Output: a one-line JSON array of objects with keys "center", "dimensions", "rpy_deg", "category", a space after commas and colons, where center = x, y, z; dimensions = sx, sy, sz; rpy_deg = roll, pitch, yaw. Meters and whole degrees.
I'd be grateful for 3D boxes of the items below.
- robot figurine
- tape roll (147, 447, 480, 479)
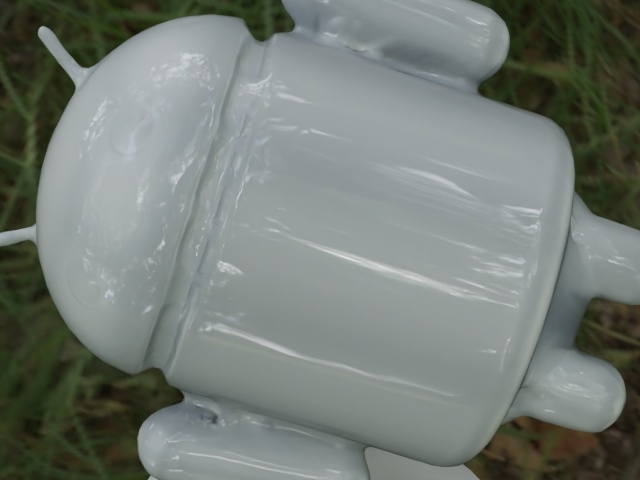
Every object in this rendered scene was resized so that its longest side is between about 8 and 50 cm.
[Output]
[{"center": [0.000, 0.000, 0.999], "dimensions": [0.353, 0.200, 0.300], "rpy_deg": [18, 88, -5], "category": "robot figurine"}, {"center": [-0.007, 0.249, 1.178], "dimensions": [0.246, 0.169, 0.246], "rpy_deg": [-16, 71, 54], "category": "tape roll"}]
